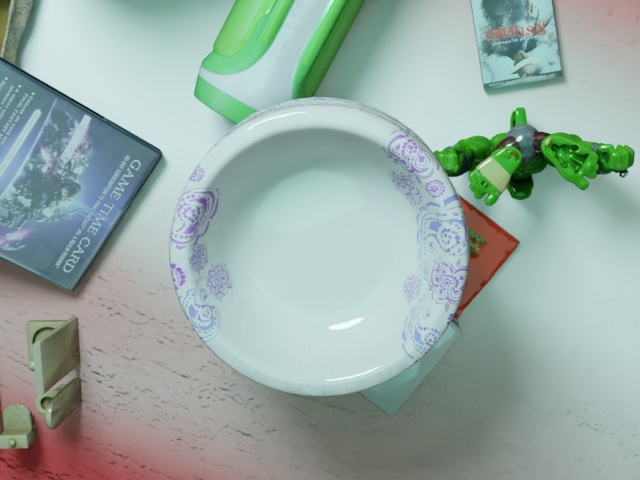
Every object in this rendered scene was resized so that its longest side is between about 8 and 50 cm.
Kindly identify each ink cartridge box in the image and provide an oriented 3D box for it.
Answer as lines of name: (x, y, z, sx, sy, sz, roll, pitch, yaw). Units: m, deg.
ink cartridge box: (0.046, 0.020, 1.131, 0.275, 0.060, 0.239, 37, 101, -2)

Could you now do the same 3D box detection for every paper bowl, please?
paper bowl: (0.000, 0.000, 1.019, 0.284, 0.148, 0.284, 0, 104, 1)

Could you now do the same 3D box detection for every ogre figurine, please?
ogre figurine: (0.216, -0.089, 1.071, 0.197, 0.118, 0.096, -21, 101, 8)

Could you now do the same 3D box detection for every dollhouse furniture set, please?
dollhouse furniture set: (-0.361, 0.170, 1.150, 0.151, 0.123, 0.144, -2, 98, 4)

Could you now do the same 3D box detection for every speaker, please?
speaker: (-0.016, -0.256, 1.058, 0.131, 0.131, 0.296, 29, 100, -1)

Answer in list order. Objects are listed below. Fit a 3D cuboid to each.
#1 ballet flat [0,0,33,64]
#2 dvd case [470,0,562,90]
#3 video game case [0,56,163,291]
ballet flat: (-0.367, -0.249, 1.095, 0.108, 0.106, 0.316, 7, 99, 3)
dvd case: (0.210, -0.228, 1.103, 0.087, 0.013, 0.119, -8, 99, 5)
video game case: (-0.337, -0.081, 1.099, 0.274, 0.026, 0.196, 30, 101, -30)
